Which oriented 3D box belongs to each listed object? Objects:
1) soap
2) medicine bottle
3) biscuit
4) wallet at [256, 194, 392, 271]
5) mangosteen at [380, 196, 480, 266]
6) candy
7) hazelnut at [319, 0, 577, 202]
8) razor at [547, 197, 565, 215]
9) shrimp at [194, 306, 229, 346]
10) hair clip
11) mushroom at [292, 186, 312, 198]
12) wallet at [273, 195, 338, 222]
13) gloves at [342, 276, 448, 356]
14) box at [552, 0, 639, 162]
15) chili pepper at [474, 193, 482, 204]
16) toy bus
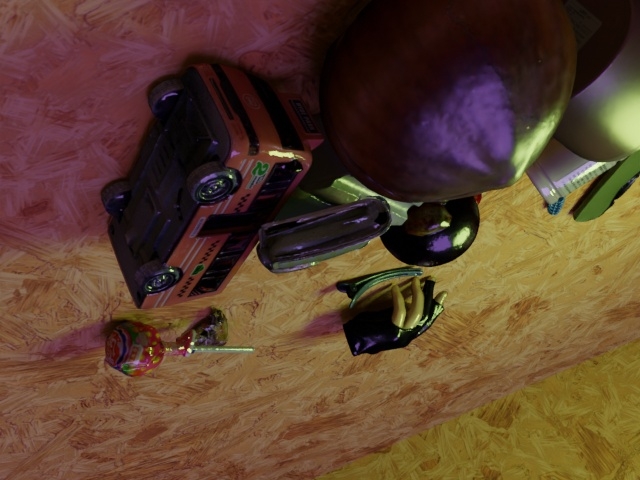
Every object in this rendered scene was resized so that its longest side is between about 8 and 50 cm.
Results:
[{"bbox_3d":[0.114,-0.174,1.487,0.258,0.158,0.302,-36,151,26],"label":"soap"},{"bbox_3d":[0.566,-0.196,1.821,0.250,0.133,0.133,-35,149,17],"label":"medicine bottle"},{"bbox_3d":[0.745,-0.154,2.116,0.099,0.038,0.322,-5,146,-25],"label":"biscuit"},{"bbox_3d":[0.000,0.000,1.449,0.223,0.077,0.309,-19,175,-6],"label":"wallet"},{"bbox_3d":[0.212,-0.062,1.710,0.211,0.211,0.250,-25,140,1],"label":"mangosteen"},{"bbox_3d":[-0.303,0.244,1.879,0.366,0.124,0.124,6,139,-37],"label":"candy"},{"bbox_3d":[0.185,-0.241,1.277,0.359,0.359,0.409,12,127,-47],"label":"hazelnut"},{"bbox_3d":[0.582,-0.134,2.024,0.082,0.042,0.253,16,153,13],"label":"razor"},{"bbox_3d":[-0.260,0.208,1.962,0.099,0.041,0.180,1,146,-14],"label":"shrimp"},{"bbox_3d":[0.152,0.099,2.076,0.230,0.070,0.039,-20,148,-24],"label":"hair clip"},{"bbox_3d":[-0.036,-0.119,1.558,0.084,0.067,0.083,-10,105,-43],"label":"mushroom"},{"bbox_3d":[-0.082,-0.061,1.657,0.146,0.030,0.285,-35,150,24],"label":"wallet"},{"bbox_3d":[0.198,0.204,2.201,0.301,0.152,0.197,-37,179,-6],"label":"gloves"},{"bbox_3d":[0.459,-0.304,1.432,0.216,0.301,0.301,17,131,-42],"label":"box"},{"bbox_3d":[0.311,-0.074,1.894,0.073,0.070,0.123,9,141,-20],"label":"chili pepper"},{"bbox_3d":[-0.188,-0.078,1.381,0.233,0.203,0.427,-5,146,-39],"label":"toy bus"}]
